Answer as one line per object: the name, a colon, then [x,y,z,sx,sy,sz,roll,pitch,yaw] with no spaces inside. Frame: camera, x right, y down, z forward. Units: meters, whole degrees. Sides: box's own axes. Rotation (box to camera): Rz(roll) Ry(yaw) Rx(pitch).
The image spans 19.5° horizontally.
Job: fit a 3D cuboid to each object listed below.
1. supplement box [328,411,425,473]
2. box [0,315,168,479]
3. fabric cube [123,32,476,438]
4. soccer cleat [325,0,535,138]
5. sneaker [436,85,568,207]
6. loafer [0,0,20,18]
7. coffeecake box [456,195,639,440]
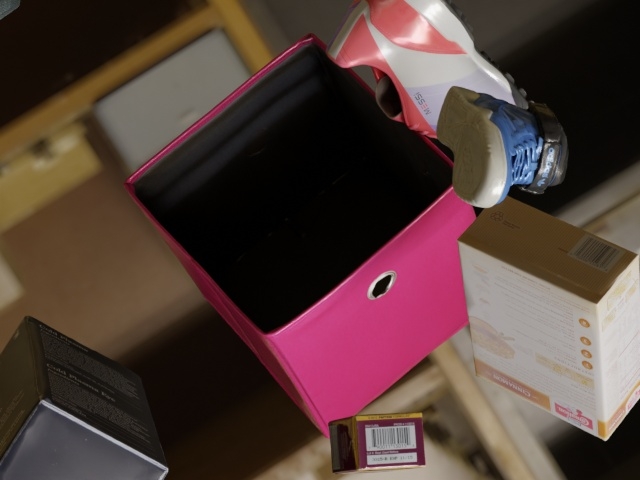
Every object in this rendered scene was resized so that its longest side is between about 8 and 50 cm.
supplement box: [0.042,0.156,1.422,0.055,0.043,0.083,-2,172,-13]
box: [-0.358,0.312,2.228,0.343,0.179,0.312,-56,-161,8]
fabric cube: [0.000,0.000,1.918,0.254,0.259,0.258,-39,149,-8]
soccer cleat: [0.119,-0.142,1.791,0.116,0.318,0.108,-45,-133,2]
sneaker: [0.130,-0.057,1.234,0.152,0.085,0.058,-106,-148,-69]
loafer: [-0.333,-0.314,2.049,0.084,0.096,0.267,18,-144,30]
coffeecake box: [0.201,0.067,1.605,0.142,0.185,0.068,26,-123,30]
